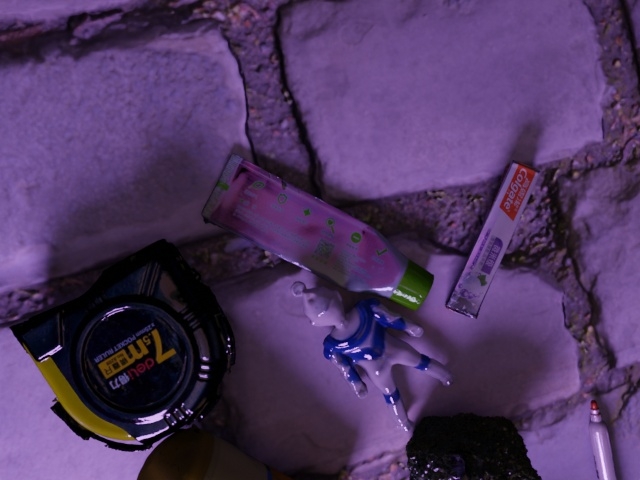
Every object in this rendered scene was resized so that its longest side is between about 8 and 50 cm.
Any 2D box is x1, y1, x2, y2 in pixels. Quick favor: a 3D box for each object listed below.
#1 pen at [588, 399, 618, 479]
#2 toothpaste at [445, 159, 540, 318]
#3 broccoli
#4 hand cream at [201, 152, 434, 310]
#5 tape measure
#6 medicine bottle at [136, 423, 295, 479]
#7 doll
[{"bbox_3d":[0.369,0.311,0.694,0.026,0.026,0.218,-12,93,-8],"label":"pen"},{"bbox_3d":[0.208,0.000,0.658,0.040,0.047,0.196,24,88,7],"label":"toothpaste"},{"bbox_3d":[0.176,0.270,0.612,0.162,0.138,0.145,-6,55,23],"label":"broccoli"},{"bbox_3d":[0.000,0.000,0.631,0.275,0.050,0.079,27,62,-2],"label":"hand cream"},{"bbox_3d":[-0.191,0.117,0.570,0.199,0.112,0.186,-32,88,-1],"label":"tape measure"},{"bbox_3d":[-0.082,0.292,0.570,0.239,0.124,0.124,38,86,-14],"label":"medicine bottle"},{"bbox_3d":[0.055,0.117,0.632,0.114,0.057,0.227,-45,106,1],"label":"doll"}]
